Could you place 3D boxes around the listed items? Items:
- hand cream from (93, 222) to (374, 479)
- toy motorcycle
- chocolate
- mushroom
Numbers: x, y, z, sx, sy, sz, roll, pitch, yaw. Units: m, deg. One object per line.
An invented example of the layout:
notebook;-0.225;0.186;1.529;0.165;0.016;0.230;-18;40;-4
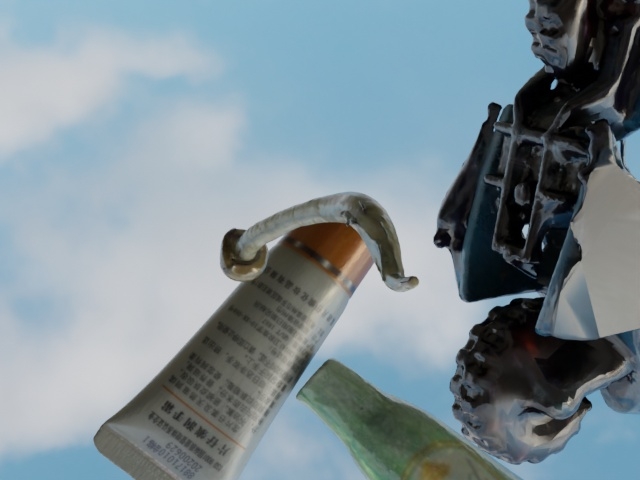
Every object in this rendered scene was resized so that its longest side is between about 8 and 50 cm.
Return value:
hand cream;-0.063;0.114;1.344;0.314;0.139;0.089;-50;-174;-13
toy motorcycle;0.223;-0.028;1.091;0.232;0.416;0.172;4;-172;-31
chocolate;0.104;0.219;1.335;0.291;0.110;0.110;40;-131;4
mushroom;0.003;0.000;0.960;0.043;0.068;0.306;4;177;-26
